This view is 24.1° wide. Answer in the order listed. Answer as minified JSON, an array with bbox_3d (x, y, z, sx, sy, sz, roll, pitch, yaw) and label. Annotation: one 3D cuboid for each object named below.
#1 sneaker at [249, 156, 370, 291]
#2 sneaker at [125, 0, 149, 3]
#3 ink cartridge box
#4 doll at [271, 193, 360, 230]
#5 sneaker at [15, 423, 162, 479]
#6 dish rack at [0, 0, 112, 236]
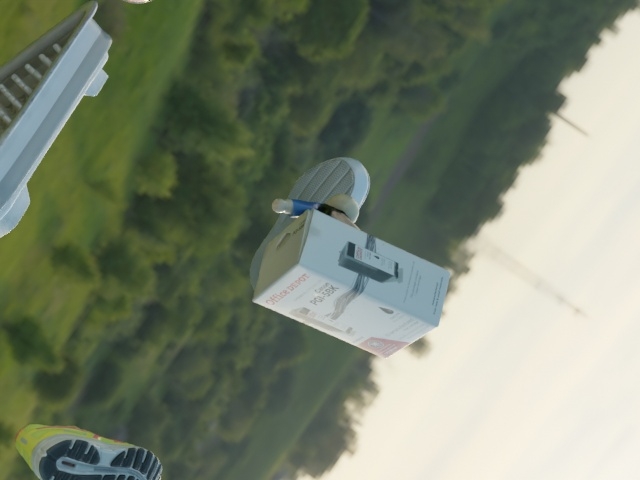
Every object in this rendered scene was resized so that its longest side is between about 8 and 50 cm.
[{"bbox_3d":[0.001,-0.018,1.925,0.091,0.094,0.258,-2,148,-37],"label":"sneaker"},{"bbox_3d":[-0.219,-0.367,1.543,0.116,0.136,0.314,-26,130,-13],"label":"sneaker"},{"bbox_3d":[0.024,0.038,1.256,0.099,0.135,0.056,-40,-150,56],"label":"ink cartridge box"},{"bbox_3d":[0.000,0.000,1.578,0.046,0.129,0.189,-55,-179,35],"label":"doll"},{"bbox_3d":[-0.265,0.252,1.721,0.208,0.094,0.081,36,80,-49],"label":"sneaker"},{"bbox_3d":[-0.336,-0.078,1.486,0.285,0.072,0.333,-28,-152,38],"label":"dish rack"}]
